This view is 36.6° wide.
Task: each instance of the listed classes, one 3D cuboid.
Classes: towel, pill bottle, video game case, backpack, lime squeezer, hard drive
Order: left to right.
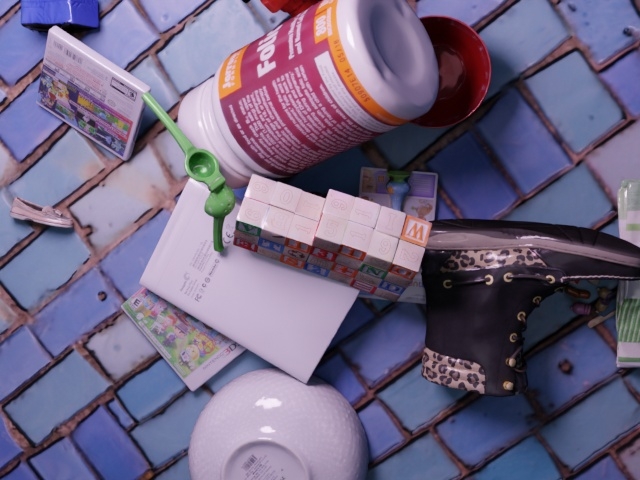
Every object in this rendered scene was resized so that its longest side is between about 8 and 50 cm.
[{"bbox_3d":[-0.463,-0.413,1.702,0.120,0.098,0.101,-1,90,22],"label":"backpack"},{"bbox_3d":[-0.403,-0.256,1.704,0.201,0.023,0.183,33,138,2],"label":"video game case"},{"bbox_3d":[-0.233,0.143,1.793,0.193,0.023,0.212,-39,91,13],"label":"video game case"},{"bbox_3d":[-0.190,-0.102,1.564,0.058,0.110,0.310,-31,121,-13],"label":"lime squeezer"},{"bbox_3d":[-0.121,0.069,1.713,0.353,0.047,0.233,30,110,4],"label":"hard drive"},{"bbox_3d":[-0.029,-0.233,1.541,0.392,0.224,0.224,-22,96,36],"label":"pill bottle"},{"bbox_3d":[0.624,0.059,1.637,0.247,0.038,0.325,1,98,8],"label":"towel"}]

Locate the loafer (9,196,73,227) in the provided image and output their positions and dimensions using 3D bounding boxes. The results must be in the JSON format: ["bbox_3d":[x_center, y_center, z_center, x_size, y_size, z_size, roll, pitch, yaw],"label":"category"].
[{"bbox_3d":[-0.518,-0.052,1.797,0.125,0.045,0.039,11,94,10],"label":"loafer"}]

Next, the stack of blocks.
[{"bbox_3d":[0.013,-0.009,1.573,0.297,0.171,0.087,19,69,-1],"label":"stack of blocks"}]

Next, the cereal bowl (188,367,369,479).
[{"bbox_3d":[-0.085,0.410,1.756,0.338,0.141,0.339,2,101,9],"label":"cereal bowl"}]

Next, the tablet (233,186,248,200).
[{"bbox_3d":[-0.164,-0.064,1.756,0.083,0.006,0.054,-15,97,12],"label":"tablet"}]

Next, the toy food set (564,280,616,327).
[{"bbox_3d":[0.460,0.089,1.674,0.078,0.019,0.122,-32,93,13],"label":"toy food set"}]

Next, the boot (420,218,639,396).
[{"bbox_3d":[0.344,0.116,1.636,0.377,0.138,0.284,5,102,8],"label":"boot"}]

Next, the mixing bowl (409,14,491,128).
[{"bbox_3d":[0.194,-0.280,1.614,0.181,0.098,0.182,2,100,10],"label":"mixing bowl"}]

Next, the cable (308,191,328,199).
[{"bbox_3d":[0.000,0.000,1.707,0.150,0.047,0.184,34,111,7],"label":"cable"}]

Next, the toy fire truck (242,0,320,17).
[{"bbox_3d":[-0.042,-0.440,1.603,0.158,0.217,0.246,-40,133,13],"label":"toy fire truck"}]

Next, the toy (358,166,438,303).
[{"bbox_3d":[0.127,-0.005,1.694,0.136,0.056,0.237,6,100,10],"label":"toy"}]
